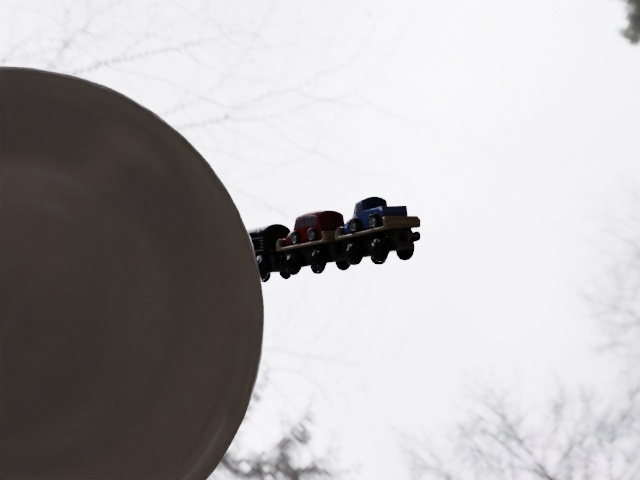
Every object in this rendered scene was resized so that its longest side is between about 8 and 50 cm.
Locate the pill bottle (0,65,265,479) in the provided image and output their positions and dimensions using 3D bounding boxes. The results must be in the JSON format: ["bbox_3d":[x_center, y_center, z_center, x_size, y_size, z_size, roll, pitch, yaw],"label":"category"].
[{"bbox_3d":[-0.147,0.048,0.738,0.204,0.361,0.204,1,-97,-9],"label":"pill bottle"}]

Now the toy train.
[{"bbox_3d":[0.000,0.000,0.824,0.027,0.158,0.036,-1,-96,-39],"label":"toy train"}]
